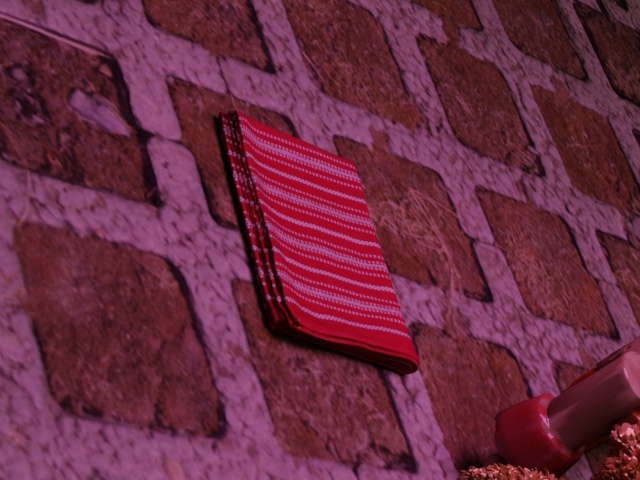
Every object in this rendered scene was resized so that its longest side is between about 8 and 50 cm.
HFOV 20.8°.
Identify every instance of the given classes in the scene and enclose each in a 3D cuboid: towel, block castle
[{"bbox_3d":[0.000,0.000,1.735,0.199,0.031,0.275,21,41,-42],"label":"towel"},{"bbox_3d":[0.377,0.260,1.783,0.453,0.213,0.303,-3,62,-53],"label":"block castle"}]

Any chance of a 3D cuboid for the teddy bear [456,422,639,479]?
[{"bbox_3d":[0.201,0.287,1.463,0.113,0.338,0.245,90,-15,-62],"label":"teddy bear"}]
